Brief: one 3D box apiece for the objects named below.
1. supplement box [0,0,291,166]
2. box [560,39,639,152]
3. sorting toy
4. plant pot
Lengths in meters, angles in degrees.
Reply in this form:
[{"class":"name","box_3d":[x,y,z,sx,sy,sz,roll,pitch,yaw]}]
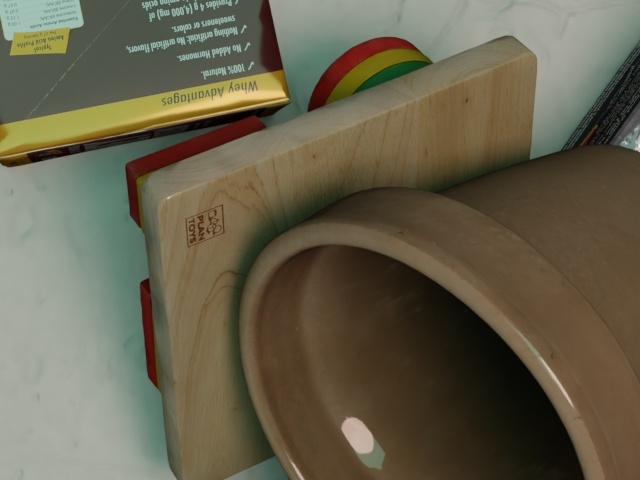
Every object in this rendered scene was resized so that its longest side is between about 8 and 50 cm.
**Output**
[{"class":"supplement box","box_3d":[-0.134,-0.160,1.204,0.191,0.129,0.194,-12,92,-6]},{"class":"box","box_3d":[0.300,-0.029,1.245,0.247,0.142,0.163,36,87,-6]},{"class":"sorting toy","box_3d":[0.000,0.000,1.179,0.255,0.089,0.257,-23,138,-21]},{"class":"plant pot","box_3d":[0.119,0.057,1.095,0.229,0.263,0.263,-36,95,-38]}]
